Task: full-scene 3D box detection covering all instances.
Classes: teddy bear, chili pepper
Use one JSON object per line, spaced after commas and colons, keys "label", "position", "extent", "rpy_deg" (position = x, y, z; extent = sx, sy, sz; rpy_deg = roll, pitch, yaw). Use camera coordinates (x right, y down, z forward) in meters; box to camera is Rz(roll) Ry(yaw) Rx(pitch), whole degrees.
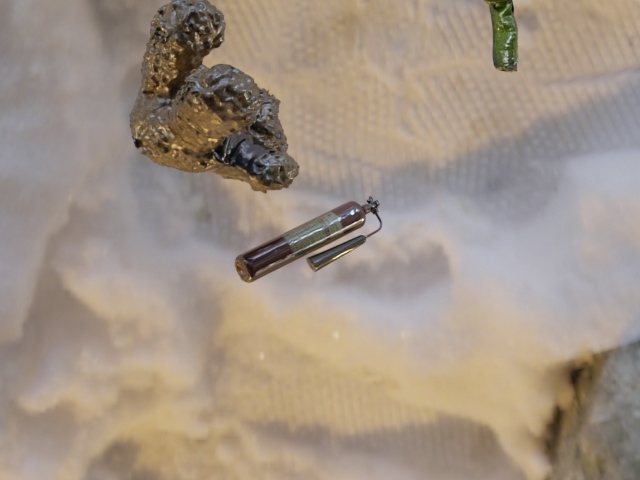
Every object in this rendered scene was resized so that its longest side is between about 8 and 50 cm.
{"label": "teddy bear", "position": [-0.106, -0.115, 1.485], "extent": [0.129, 0.182, 0.251], "rpy_deg": [-26, 156, 5]}
{"label": "chili pepper", "position": [0.106, -0.140, 0.974], "extent": [0.022, 0.027, 0.083], "rpy_deg": [-2, 102, 31]}

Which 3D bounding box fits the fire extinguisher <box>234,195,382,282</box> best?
{"label": "fire extinguisher", "position": [0.000, 0.000, 1.576], "extent": [0.173, 0.049, 0.035], "rpy_deg": [-27, 133, -28]}
